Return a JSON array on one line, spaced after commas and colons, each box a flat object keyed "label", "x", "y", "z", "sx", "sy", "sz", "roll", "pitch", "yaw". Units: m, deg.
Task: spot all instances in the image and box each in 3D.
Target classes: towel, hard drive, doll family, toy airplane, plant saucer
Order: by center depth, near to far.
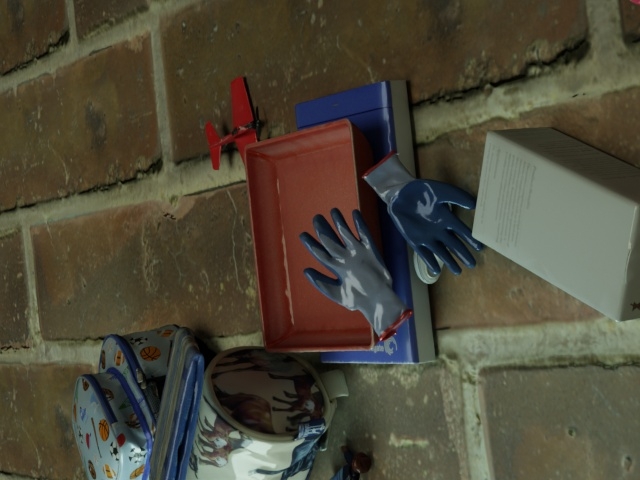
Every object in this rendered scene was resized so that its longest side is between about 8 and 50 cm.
[{"label": "plant saucer", "x": 0.000, "y": 0.000, "z": 1.916, "sx": 0.258, "sy": 0.047, "sz": 0.259, "roll": -8, "pitch": 87, "yaw": 60}, {"label": "hard drive", "x": 0.049, "y": -0.015, "z": 1.919, "sx": 0.210, "sy": 0.040, "sz": 0.319, "roll": -7, "pitch": 89, "yaw": 60}, {"label": "doll family", "x": 0.031, "y": 0.341, "z": 1.982, "sx": 0.111, "sy": 0.076, "sz": 0.193, "roll": 120, "pitch": 138, "yaw": -52}, {"label": "towel", "x": -0.175, "y": 0.221, "z": 2.020, "sx": 0.285, "sy": 0.034, "sz": 0.209, "roll": -161, "pitch": 82, "yaw": -81}, {"label": "toy airplane", "x": -0.117, "y": -0.142, "z": 2.196, "sx": 0.151, "sy": 0.028, "sz": 0.151, "roll": 19, "pitch": 113, "yaw": 57}]

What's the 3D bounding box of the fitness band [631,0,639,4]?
[{"label": "fitness band", "x": 0.354, "y": -0.247, "z": 1.347, "sx": 0.209, "sy": 0.054, "sz": 0.291, "roll": 34, "pitch": 125, "yaw": 50}]

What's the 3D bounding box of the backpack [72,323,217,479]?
[{"label": "backpack", "x": -0.241, "y": 0.260, "z": 2.320, "sx": 0.276, "sy": 0.213, "sz": 0.263, "roll": 112, "pitch": 148, "yaw": -41}]

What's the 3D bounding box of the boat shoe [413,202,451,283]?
[{"label": "boat shoe", "x": 0.128, "y": 0.001, "z": 1.794, "sx": 0.035, "sy": 0.035, "sz": 0.100, "roll": 24, "pitch": 109, "yaw": 59}]

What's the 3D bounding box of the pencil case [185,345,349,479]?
[{"label": "pencil case", "x": -0.091, "y": 0.329, "z": 2.086, "sx": 0.160, "sy": 0.183, "sz": 0.410, "roll": -98, "pitch": 17, "yaw": -52}]

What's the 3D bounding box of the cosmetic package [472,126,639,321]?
[{"label": "cosmetic package", "x": 0.245, "y": -0.021, "z": 1.538, "sx": 0.231, "sy": 0.085, "sz": 0.117, "roll": 35, "pitch": 124, "yaw": 51}]

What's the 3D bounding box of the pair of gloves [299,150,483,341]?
[{"label": "pair of gloves", "x": 0.078, "y": 0.001, "z": 1.773, "sx": 0.198, "sy": 0.023, "sz": 0.159, "roll": -42, "pitch": 81, "yaw": 13}]
